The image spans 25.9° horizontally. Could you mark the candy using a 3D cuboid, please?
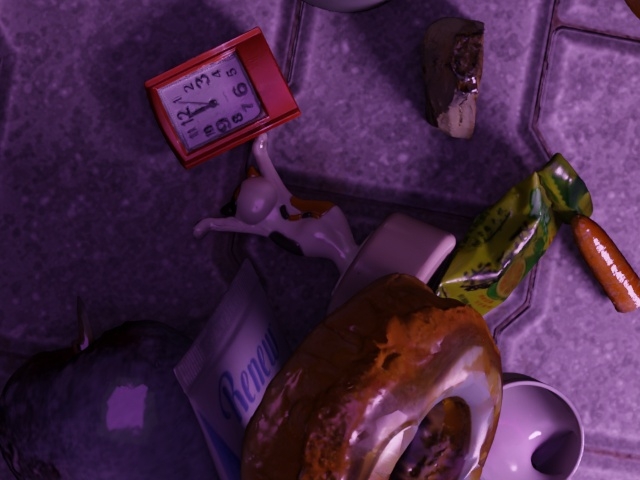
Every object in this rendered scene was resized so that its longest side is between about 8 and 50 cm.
[{"bbox_3d":[0.208,0.012,1.612,0.246,0.149,0.069,-48,58,-5],"label":"candy"}]

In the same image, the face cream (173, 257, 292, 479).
[{"bbox_3d":[-0.050,0.254,1.540,0.137,0.235,0.420,-10,114,24],"label":"face cream"}]

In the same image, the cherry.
[{"bbox_3d":[-0.224,0.205,1.533,0.255,0.218,0.296,-19,101,12],"label":"cherry"}]

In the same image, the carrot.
[{"bbox_3d":[0.335,0.021,1.641,0.048,0.048,0.139,-38,111,-2],"label":"carrot"}]

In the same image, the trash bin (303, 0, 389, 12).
[{"bbox_3d":[0.043,-0.368,1.507,0.277,0.262,0.217,-19,94,-3],"label":"trash bin"}]

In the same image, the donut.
[{"bbox_3d":[0.065,0.201,1.412,0.330,0.160,0.329,-16,114,-40],"label":"donut"}]

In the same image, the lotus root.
[{"bbox_3d":[0.149,-0.196,1.592,0.070,0.144,0.143,4,84,3],"label":"lotus root"}]

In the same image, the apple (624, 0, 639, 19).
[{"bbox_3d":[0.432,-0.355,1.543,0.233,0.286,0.286,-21,94,3],"label":"apple"}]

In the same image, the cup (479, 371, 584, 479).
[{"bbox_3d":[0.240,0.226,1.611,0.174,0.142,0.134,18,90,-5],"label":"cup"}]

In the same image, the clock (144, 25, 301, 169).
[{"bbox_3d":[-0.115,-0.161,1.605,0.155,0.061,0.113,-25,89,0],"label":"clock"}]

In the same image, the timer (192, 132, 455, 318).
[{"bbox_3d":[0.000,0.000,1.594,0.266,0.175,0.175,33,89,11],"label":"timer"}]
